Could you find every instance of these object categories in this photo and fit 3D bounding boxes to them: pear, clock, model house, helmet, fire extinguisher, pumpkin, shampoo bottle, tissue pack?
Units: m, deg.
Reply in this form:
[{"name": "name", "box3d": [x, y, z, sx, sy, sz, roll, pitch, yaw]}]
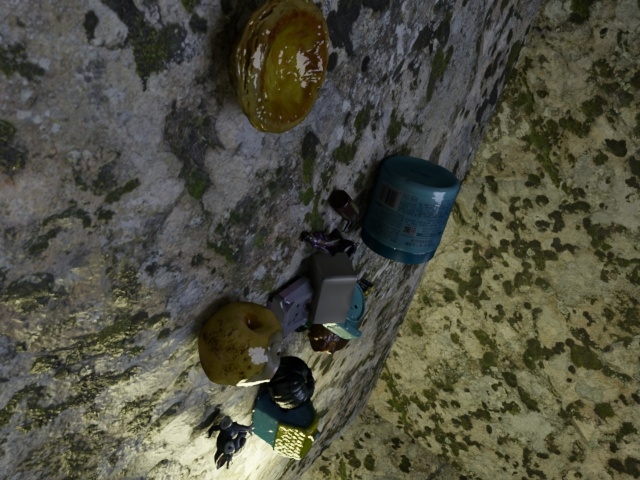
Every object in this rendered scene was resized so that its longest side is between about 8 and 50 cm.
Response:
[{"name": "pear", "box3d": [-0.243, 0.318, 1.527, 0.271, 0.271, 0.271, -45, 152, -32]}, {"name": "clock", "box3d": [0.105, 0.270, 2.177, 0.224, 0.094, 0.274, 37, 54, -37]}, {"name": "model house", "box3d": [-0.138, 0.787, 2.187, 0.216, 0.303, 0.237, -28, 142, -41]}, {"name": "helmet", "box3d": [0.095, 0.036, 2.055, 0.098, 0.070, 0.123, -55, 164, 5]}, {"name": "fire extinguisher", "box3d": [0.089, -0.107, 1.898, 0.106, 0.075, 0.252, -33, 159, 7]}, {"name": "pumpkin", "box3d": [-0.121, 0.589, 2.092, 0.220, 0.162, 0.220, 43, 38, -48]}, {"name": "shampoo bottle", "box3d": [0.364, -0.132, 2.075, 0.331, 0.331, 0.342, -30, 141, -49]}, {"name": "tissue pack", "box3d": [0.033, 0.185, 1.942, 0.136, 0.159, 0.246, -2, 129, -17]}, {"name": "clock", "box3d": [-0.117, 0.265, 1.880, 0.186, 0.083, 0.253, -35, 146, -46]}]

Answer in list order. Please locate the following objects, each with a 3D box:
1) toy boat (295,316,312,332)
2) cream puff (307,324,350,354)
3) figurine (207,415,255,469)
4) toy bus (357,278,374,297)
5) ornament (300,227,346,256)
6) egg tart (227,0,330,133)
[{"name": "toy boat", "box3d": [-0.041, 0.313, 2.123, 0.210, 0.052, 0.104, -37, 132, -41]}, {"name": "cream puff", "box3d": [0.059, 0.407, 2.304, 0.241, 0.155, 0.269, -60, 154, -2]}, {"name": "figurine", "box3d": [-0.353, 0.762, 1.919, 0.265, 0.140, 0.193, 66, 33, -47]}, {"name": "toy bus", "box3d": [0.181, 0.254, 2.473, 0.226, 0.081, 0.074, -29, 146, -55]}, {"name": "ornament", "box3d": [0.007, -0.005, 1.821, 0.081, 0.088, 0.203, -43, 152, 18]}, {"name": "egg tart", "box3d": [-0.103, -0.392, 1.110, 0.319, 0.128, 0.319, -45, 151, -34]}]
